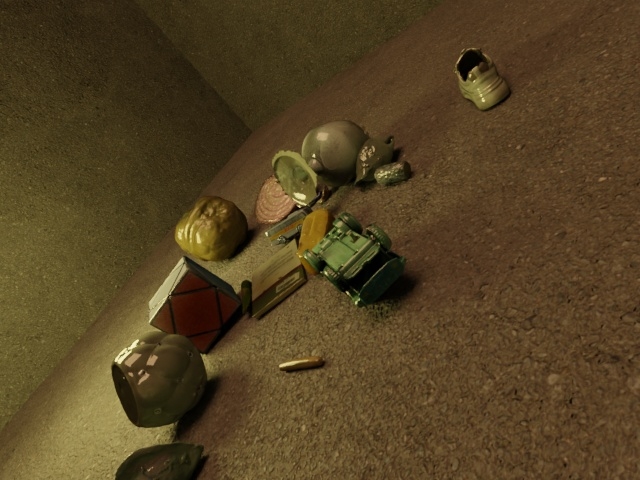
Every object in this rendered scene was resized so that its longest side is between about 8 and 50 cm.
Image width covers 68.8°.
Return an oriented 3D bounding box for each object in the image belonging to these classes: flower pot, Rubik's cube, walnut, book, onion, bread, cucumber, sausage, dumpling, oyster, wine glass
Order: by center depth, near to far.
[{"bbox_3d":[-0.348,0.507,0.991,0.104,0.149,0.216,37,70,26],"label":"dumpling"},{"bbox_3d":[-0.044,0.273,1.037,0.132,0.024,0.024,-23,30,41],"label":"sausage"},{"bbox_3d":[-0.421,0.361,1.233,0.195,0.246,0.246,-19,4,-39],"label":"flower pot"},{"bbox_3d":[0.000,0.000,1.361,0.101,0.094,0.246,-24,29,20],"label":"bread"},{"bbox_3d":[0.217,-0.203,1.391,0.111,0.064,0.064,-13,37,51],"label":"cucumber"},{"bbox_3d":[-0.137,0.112,1.468,0.201,0.026,0.289,-38,23,10],"label":"book"},{"bbox_3d":[-0.405,0.199,1.493,0.207,0.205,0.205,-55,22,-2],"label":"Rubik's cube"},{"bbox_3d":[0.163,-0.270,1.540,0.219,0.108,0.152,-50,24,-23],"label":"dumpling"},{"bbox_3d":[0.014,-0.278,1.607,0.238,0.238,0.323,-12,25,51],"label":"wine glass"},{"bbox_3d":[0.014,-0.171,1.710,0.051,0.034,0.093,-35,30,61],"label":"oyster"},{"bbox_3d":[-0.137,-0.153,1.849,0.249,0.111,0.248,-12,56,32],"label":"onion"},{"bbox_3d":[-0.456,-0.047,1.974,0.277,0.281,0.253,-49,-17,-26],"label":"walnut"}]

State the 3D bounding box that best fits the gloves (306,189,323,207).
[{"bbox_3d":[-0.027,-0.160,1.763,0.086,0.026,0.064,-43,20,2],"label":"gloves"}]

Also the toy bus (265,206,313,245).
[{"bbox_3d":[-0.098,-0.046,1.597,0.190,0.075,0.064,-32,-1,28],"label":"toy bus"}]

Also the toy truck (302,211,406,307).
[{"bbox_3d":[0.078,0.047,1.060,0.155,0.156,0.279,-45,23,-4],"label":"toy truck"}]

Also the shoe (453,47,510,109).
[{"bbox_3d":[0.463,-0.513,1.412,0.124,0.159,0.316,-35,27,21],"label":"shoe"}]

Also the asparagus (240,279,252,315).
[{"bbox_3d":[-0.230,0.182,1.482,0.041,0.045,0.178,-23,26,0],"label":"asparagus"}]

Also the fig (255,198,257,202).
[{"bbox_3d":[-0.265,-0.188,2.191,0.083,0.050,0.050,-30,18,-19],"label":"fig"}]
